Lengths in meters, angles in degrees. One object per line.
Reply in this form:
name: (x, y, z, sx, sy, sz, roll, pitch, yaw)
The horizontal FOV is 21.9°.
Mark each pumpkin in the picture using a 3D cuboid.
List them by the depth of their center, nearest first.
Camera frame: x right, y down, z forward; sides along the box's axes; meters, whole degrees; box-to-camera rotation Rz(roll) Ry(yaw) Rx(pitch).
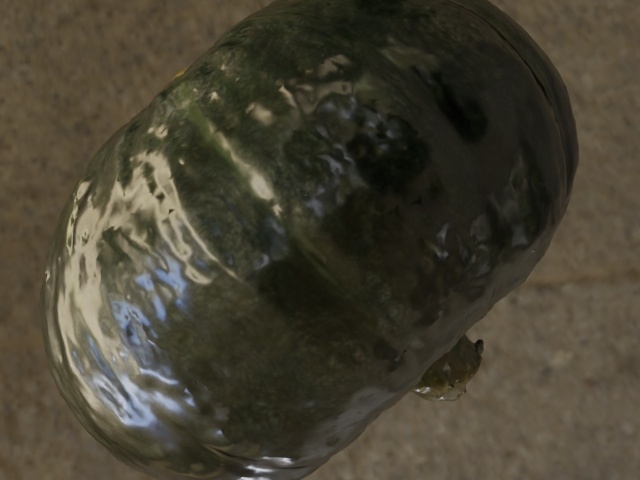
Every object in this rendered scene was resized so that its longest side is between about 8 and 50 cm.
pumpkin: (-0.002, 0.000, 0.588, 0.211, 0.211, 0.152, -34, 86, 12)
